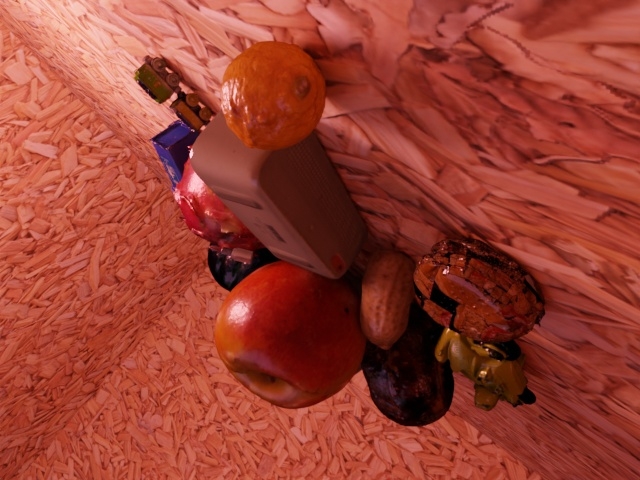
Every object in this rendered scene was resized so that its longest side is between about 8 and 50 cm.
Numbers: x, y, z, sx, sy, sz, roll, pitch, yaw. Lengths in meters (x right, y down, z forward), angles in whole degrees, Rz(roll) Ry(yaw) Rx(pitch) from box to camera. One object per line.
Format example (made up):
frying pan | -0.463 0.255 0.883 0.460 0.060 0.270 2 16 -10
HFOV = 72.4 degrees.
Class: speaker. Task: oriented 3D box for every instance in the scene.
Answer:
speaker | -0.061 -0.084 0.900 0.184 0.183 0.406 22 160 37

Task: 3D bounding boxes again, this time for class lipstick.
lipstick | -0.218 0.030 1.064 0.107 0.025 0.025 14 143 0

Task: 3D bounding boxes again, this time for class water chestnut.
water chestnut | 0.267 0.322 1.196 0.302 0.350 0.350 -9 151 11

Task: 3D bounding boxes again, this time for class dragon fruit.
dragon fruit | -0.242 -0.098 1.175 0.371 0.249 0.386 51 173 -36

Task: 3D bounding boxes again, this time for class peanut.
peanut | 0.154 0.140 1.007 0.122 0.253 0.137 9 -166 19

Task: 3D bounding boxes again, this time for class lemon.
lemon | -0.063 -0.195 0.594 0.142 0.142 0.187 46 163 -24

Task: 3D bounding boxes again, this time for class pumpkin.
pumpkin | -0.205 0.066 1.501 0.363 0.266 0.363 32 -167 -9

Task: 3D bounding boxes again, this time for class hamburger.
hamburger | 0.263 0.090 0.742 0.231 0.107 0.231 41 162 16

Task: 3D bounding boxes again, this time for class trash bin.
trash bin | -0.402 -0.246 1.369 0.163 0.184 0.234 30 153 37

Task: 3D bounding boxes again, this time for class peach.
peach | -0.062 0.217 1.116 0.388 0.388 0.388 37 167 10

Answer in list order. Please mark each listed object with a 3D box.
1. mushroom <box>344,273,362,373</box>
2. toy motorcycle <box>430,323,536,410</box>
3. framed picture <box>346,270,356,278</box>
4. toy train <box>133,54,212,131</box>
mushroom | 0.035 0.268 1.419 0.352 0.352 0.260 43 156 -13
toy motorcycle | 0.365 0.273 0.988 0.206 0.142 0.342 28 161 47
framed picture | 0.045 0.071 1.385 0.109 0.011 0.149 34 -179 -20
toy train | -0.347 -0.340 1.035 0.202 0.081 0.060 46 165 -29
